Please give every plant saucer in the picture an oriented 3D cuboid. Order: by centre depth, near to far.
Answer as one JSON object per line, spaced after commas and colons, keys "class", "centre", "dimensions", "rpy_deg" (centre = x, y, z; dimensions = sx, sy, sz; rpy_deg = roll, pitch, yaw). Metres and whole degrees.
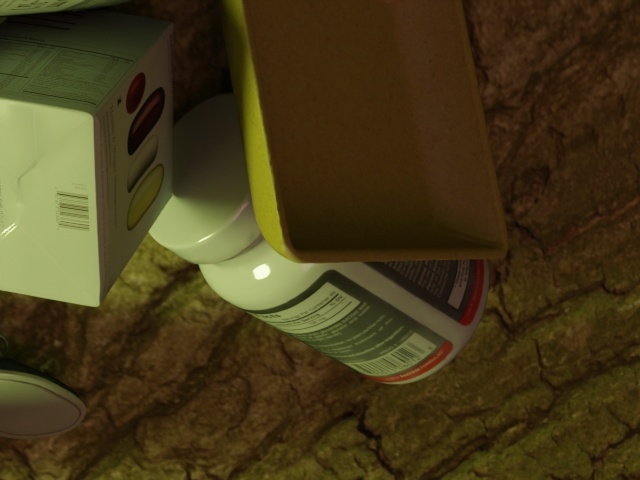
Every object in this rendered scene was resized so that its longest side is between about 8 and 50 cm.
{"class": "plant saucer", "centre": [0.027, -0.134, 1.366], "dimensions": [0.081, 0.333, 0.332], "rpy_deg": [-18, 168, 40]}

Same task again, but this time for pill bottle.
{"class": "pill bottle", "centre": [0.000, 0.000, 1.515], "dimensions": [0.210, 0.210, 0.363], "rpy_deg": [-47, 133, 12]}

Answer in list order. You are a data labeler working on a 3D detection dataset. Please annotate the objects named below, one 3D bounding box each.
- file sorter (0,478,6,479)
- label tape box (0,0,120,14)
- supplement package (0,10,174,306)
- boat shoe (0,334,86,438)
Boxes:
{"class": "file sorter", "centre": [-0.425, 0.311, 1.479], "dimensions": [0.182, 0.291, 0.202], "rpy_deg": [20, 114, -41]}
{"class": "label tape box", "centre": [-0.207, -0.245, 1.177], "dimensions": [0.333, 0.240, 0.106], "rpy_deg": [-8, 97, -22]}
{"class": "supplement package", "centre": [-0.232, -0.084, 1.285], "dimensions": [0.149, 0.203, 0.194], "rpy_deg": [10, 123, 9]}
{"class": "boat shoe", "centre": [-0.369, 0.150, 1.523], "dimensions": [0.254, 0.079, 0.095], "rpy_deg": [15, 120, -33]}
